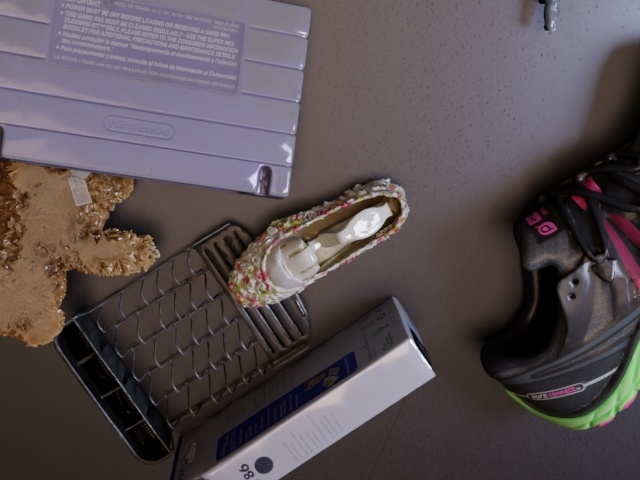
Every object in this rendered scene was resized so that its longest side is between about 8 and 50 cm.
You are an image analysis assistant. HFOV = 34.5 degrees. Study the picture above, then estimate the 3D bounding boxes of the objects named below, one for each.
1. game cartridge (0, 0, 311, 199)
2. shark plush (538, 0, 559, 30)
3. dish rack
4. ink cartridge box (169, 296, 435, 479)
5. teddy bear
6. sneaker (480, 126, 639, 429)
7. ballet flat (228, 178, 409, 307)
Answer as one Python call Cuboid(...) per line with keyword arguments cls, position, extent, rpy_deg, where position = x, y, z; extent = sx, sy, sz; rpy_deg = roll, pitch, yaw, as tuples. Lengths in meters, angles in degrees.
Cuboid(cls="game cartridge", position=(-0.194, -0.181, 1.128), extent=(0.355, 0.068, 0.230), rpy_deg=(8, 85, -18))
Cuboid(cls="shark plush", position=(0.263, -0.321, 1.161), extent=(0.073, 0.067, 0.161), rpy_deg=(17, 105, -7))
Cuboid(cls="dish rack", position=(-0.156, 0.117, 1.247), extent=(0.271, 0.074, 0.208), rpy_deg=(-32, 103, 5))
Cuboid(cls="ink cartridge box", position=(-0.025, 0.200, 1.225), extent=(0.332, 0.165, 0.065), rpy_deg=(-33, 104, 6))
Cuboid(cls="teddy bear", position=(-0.303, -0.050, 1.198), extent=(0.245, 0.113, 0.338), rpy_deg=(7, 95, -11))
Cuboid(cls="sneaker", position=(0.335, -0.009, 1.180), extent=(0.202, 0.185, 0.483), rpy_deg=(21, 101, -11))
Cuboid(cls="ballet flat", position=(0.000, 0.000, 1.197), extent=(0.241, 0.077, 0.091), rpy_deg=(-33, 102, -9))
